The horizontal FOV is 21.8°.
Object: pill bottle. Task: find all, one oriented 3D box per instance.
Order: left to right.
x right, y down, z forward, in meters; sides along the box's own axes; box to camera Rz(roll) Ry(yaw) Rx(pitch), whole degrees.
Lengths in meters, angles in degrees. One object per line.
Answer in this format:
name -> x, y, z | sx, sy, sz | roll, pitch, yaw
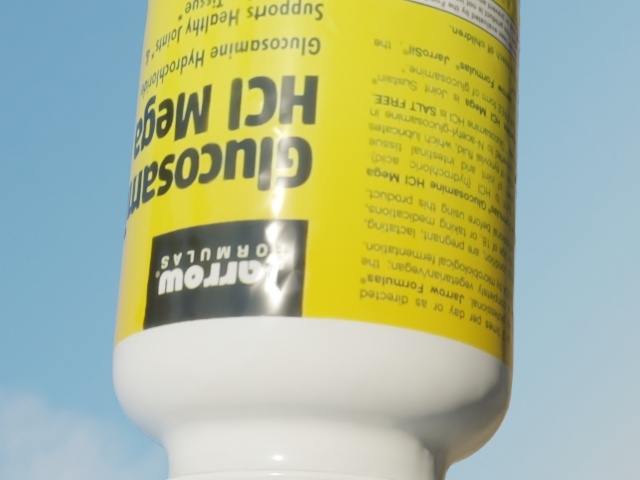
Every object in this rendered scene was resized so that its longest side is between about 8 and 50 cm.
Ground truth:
pill bottle -> 0.000, 0.000, 0.792 | 0.188, 0.188, 0.333 | 68, -156, -69
